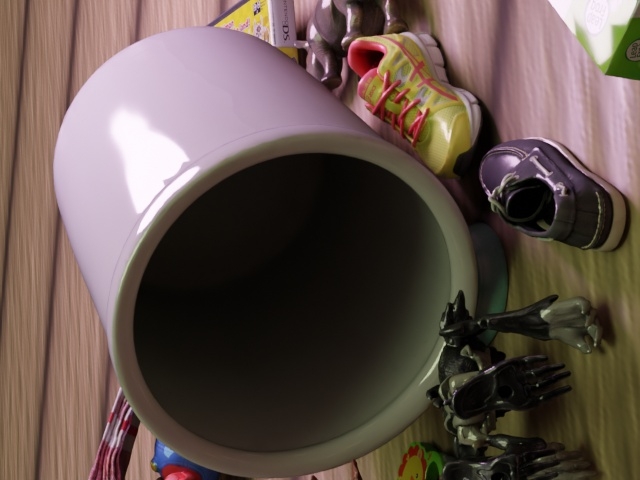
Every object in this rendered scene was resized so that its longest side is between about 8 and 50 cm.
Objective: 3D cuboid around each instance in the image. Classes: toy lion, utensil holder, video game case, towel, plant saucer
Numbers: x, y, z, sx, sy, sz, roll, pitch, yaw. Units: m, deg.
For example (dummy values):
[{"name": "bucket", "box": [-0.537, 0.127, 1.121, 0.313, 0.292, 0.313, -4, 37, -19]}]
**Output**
[{"name": "toy lion", "box": [0.098, 0.229, 1.540, 0.100, 0.034, 0.096, 124, 150, -48]}, {"name": "utensil holder", "box": [-0.074, -0.007, 1.560, 0.385, 0.327, 0.328, -130, 49, -61]}, {"name": "video game case", "box": [-0.089, -0.151, 1.945, 0.275, 0.035, 0.248, 162, 104, -65]}, {"name": "towel", "box": [-0.218, 0.164, 2.078, 0.237, 0.037, 0.329, 111, 177, -79]}, {"name": "plant saucer", "box": [0.132, 0.042, 1.501, 0.119, 0.021, 0.119, -176, 90, -66]}]

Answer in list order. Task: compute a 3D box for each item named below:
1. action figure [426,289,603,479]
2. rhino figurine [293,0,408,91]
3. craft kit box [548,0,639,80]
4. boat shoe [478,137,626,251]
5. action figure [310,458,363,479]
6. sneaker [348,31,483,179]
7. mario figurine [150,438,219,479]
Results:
[{"name": "action figure", "box": [0.155, 0.129, 1.305, 0.276, 0.141, 0.164, -67, -24, -82]}, {"name": "rhino figurine", "box": [0.023, -0.215, 1.729, 0.243, 0.073, 0.106, 128, 135, -63]}, {"name": "craft kit box", "box": [0.239, -0.293, 1.279, 0.250, 0.061, 0.247, -115, 34, -48]}, {"name": "boat shoe", "box": [0.175, -0.043, 1.364, 0.206, 0.065, 0.075, -142, 59, -62]}, {"name": "action figure", "box": [0.047, 0.365, 1.365, 0.370, 0.275, 0.248, 65, 152, 24]}, {"name": "sneaker", "box": [0.082, -0.127, 1.553, 0.208, 0.094, 0.081, 62, 139, 48]}, {"name": "mario figurine", "box": [-0.189, 0.269, 1.987, 0.170, 0.198, 0.321, 13, 94, 48]}]
